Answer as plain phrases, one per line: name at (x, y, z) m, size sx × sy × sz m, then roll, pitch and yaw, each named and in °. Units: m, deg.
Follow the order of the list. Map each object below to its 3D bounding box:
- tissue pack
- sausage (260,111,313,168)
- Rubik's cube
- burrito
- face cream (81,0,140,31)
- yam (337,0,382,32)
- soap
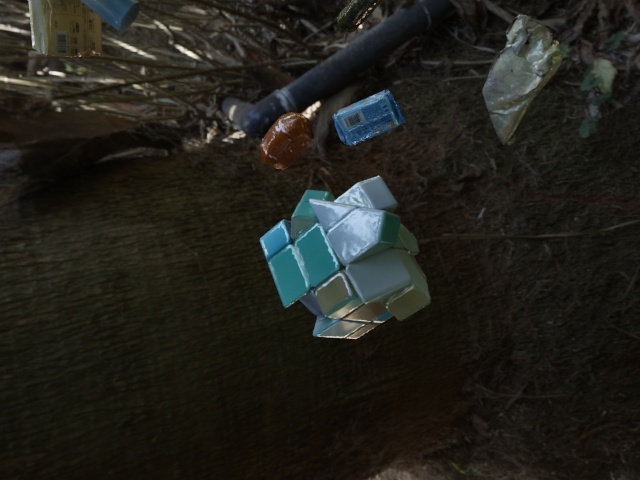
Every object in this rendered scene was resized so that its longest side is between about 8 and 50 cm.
tissue pack at (-0.713, -0.639, 1.278) m, size 0.090 × 0.186 × 0.223 m, roll 27°, pitch 123°, yaw 22°
sausage at (-0.138, -0.404, 1.846) m, size 0.268 × 0.153 × 0.141 m, roll -43°, pitch 63°, yaw 33°
Rubik's cube at (0.055, 0.020, 0.732) m, size 0.213 × 0.224 × 0.266 m, roll -38°, pitch 60°, yaw 24°
burrito at (0.525, -0.428, 1.222) m, size 0.348 × 0.107 × 0.175 m, roll 85°, pitch 162°, yaw -65°
face cream at (-0.490, -0.535, 0.908) m, size 0.077 × 0.250 × 0.077 m, roll -47°, pitch 18°, yaw 20°
yam at (0.112, -0.559, 1.044) m, size 0.274 × 0.061 × 0.061 m, roll 179°, pitch 90°, yaw -70°
soap at (0.194, -0.501, 1.866) m, size 0.292 × 0.077 × 0.156 m, roll -17°, pitch 116°, yaw 25°
